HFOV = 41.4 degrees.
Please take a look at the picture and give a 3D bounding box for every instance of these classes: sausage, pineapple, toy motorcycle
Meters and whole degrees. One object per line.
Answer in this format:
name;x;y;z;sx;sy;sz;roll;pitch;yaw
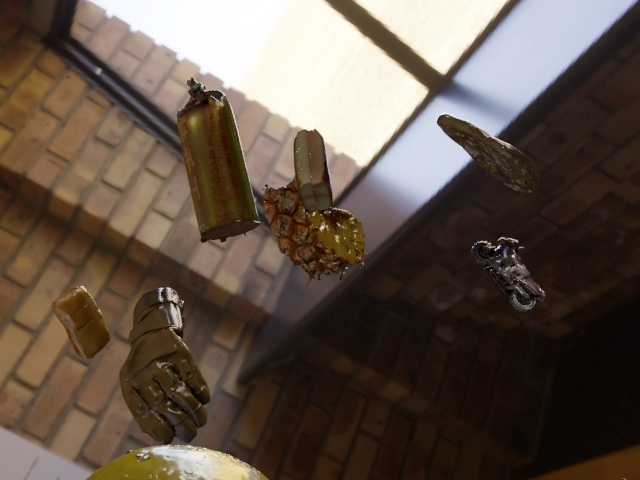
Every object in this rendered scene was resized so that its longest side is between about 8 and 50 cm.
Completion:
sausage;-0.203;-0.161;1.614;0.117;0.318;0.125;-10;-6;-42
pineapple;-0.001;0.000;1.353;0.079;0.233;0.135;-15;61;34
toy motorcycle;0.462;0.076;2.047;0.122;0.213;0.082;-29;-24;-14

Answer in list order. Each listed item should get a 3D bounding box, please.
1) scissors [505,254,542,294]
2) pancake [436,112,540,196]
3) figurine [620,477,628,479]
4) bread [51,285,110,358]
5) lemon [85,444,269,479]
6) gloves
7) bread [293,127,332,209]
scissors;0.345;0.056;1.460;0.022;0.085;0.176;-36;-18;17
pancake;0.398;-0.199;1.969;0.049;0.294;0.294;-53;9;0
figurine;0.540;0.441;1.408;0.054;0.072;0.129;-30;24;1
bread;-0.436;0.149;1.548;0.053;0.132;0.074;6;35;42
lemon;-0.103;0.229;0.585;0.173;0.206;0.174;-43;36;42
gloves;-0.306;0.238;1.616;0.154;0.141;0.331;-22;45;8
bread;-0.010;-0.083;1.067;0.062;0.043;0.109;-86;-11;-70
